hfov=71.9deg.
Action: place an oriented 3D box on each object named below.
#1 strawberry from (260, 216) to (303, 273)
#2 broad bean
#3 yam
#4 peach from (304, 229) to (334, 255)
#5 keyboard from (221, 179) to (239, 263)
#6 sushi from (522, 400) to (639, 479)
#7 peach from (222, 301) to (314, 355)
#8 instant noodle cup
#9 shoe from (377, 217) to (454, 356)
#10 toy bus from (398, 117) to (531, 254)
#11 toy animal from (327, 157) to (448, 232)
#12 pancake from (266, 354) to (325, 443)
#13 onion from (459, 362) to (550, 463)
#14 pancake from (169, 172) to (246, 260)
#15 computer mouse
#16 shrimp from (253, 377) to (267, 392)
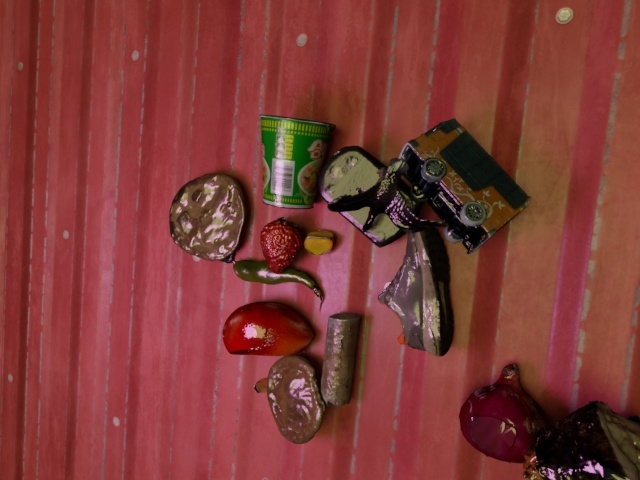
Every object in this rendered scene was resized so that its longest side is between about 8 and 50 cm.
[{"bbox_3d":[-0.120,0.010,1.245,0.131,0.131,0.148,32,84,21],"label":"strawberry"},{"bbox_3d":[-0.134,0.111,1.299,0.317,0.056,0.098,21,100,21],"label":"broad bean"},{"bbox_3d":[0.052,0.325,1.199,0.093,0.093,0.260,9,96,25],"label":"yam"},{"bbox_3d":[0.000,0.000,1.231,0.077,0.050,0.083,47,122,-8],"label":"peach"},{"bbox_3d":[-0.307,-0.062,1.396,0.106,0.016,0.263,8,95,25],"label":"keyboard"},{"bbox_3d":[0.586,0.469,0.877,0.348,0.234,0.207,38,122,-9],"label":"sushi"},{"bbox_3d":[-0.159,0.255,1.261,0.267,0.154,0.159,-1,90,26],"label":"peach"},{"bbox_3d":[-0.074,-0.209,1.190,0.206,0.207,0.233,13,104,25],"label":"instant noodle cup"},{"bbox_3d":[0.225,0.115,1.099,0.170,0.132,0.337,-5,93,35],"label":"shoe"},{"bbox_3d":[0.316,-0.129,1.005,0.167,0.138,0.275,-35,75,-14],"label":"toy bus"},{"bbox_3d":[0.149,-0.087,1.020,0.272,0.197,0.160,19,74,-6],"label":"toy animal"},{"bbox_3d":[-0.077,0.440,1.230,0.222,0.042,0.237,-9,78,38],"label":"pancake"},{"bbox_3d":[0.423,0.391,1.006,0.195,0.139,0.218,12,94,31],"label":"onion"},{"bbox_3d":[-0.352,-0.072,1.381,0.294,0.049,0.295,0,90,22],"label":"pancake"},{"bbox_3d":[0.126,-0.116,1.140,0.269,0.100,0.170,45,110,11],"label":"computer mouse"},{"bbox_3d":[-0.137,0.492,1.320,0.165,0.049,0.161,8,93,27],"label":"shrimp"}]
